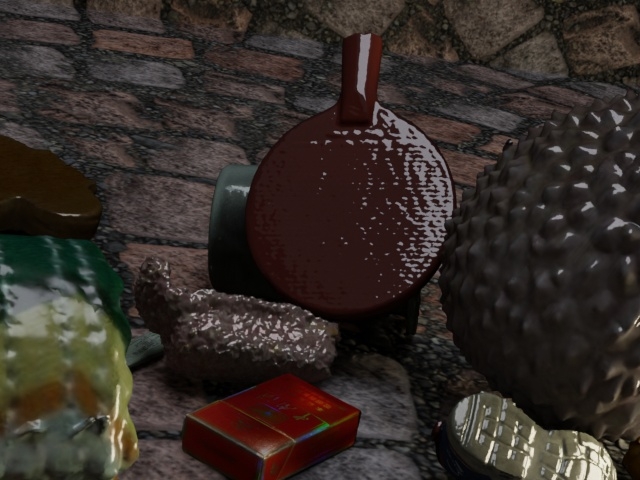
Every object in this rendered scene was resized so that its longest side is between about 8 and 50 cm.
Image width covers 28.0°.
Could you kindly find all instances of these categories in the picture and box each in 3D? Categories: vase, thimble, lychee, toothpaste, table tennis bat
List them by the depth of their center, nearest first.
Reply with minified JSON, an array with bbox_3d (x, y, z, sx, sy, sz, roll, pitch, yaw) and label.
[{"bbox_3d":[-0.272,0.131,1.176,0.167,0.254,0.288,2,28,-22],"label":"thimble"},{"bbox_3d":[0.329,0.038,1.478,0.380,0.432,0.380,19,25,-9],"label":"lychee"},{"bbox_3d":[-0.188,0.120,1.581,0.048,0.029,0.197,20,25,31],"label":"toothpaste"},{"bbox_3d":[0.041,-0.088,1.647,0.268,0.051,0.414,0,62,8],"label":"table tennis bat"},{"bbox_3d":[0.000,0.000,1.748,0.291,0.245,0.245,4,20,2],"label":"vase"}]

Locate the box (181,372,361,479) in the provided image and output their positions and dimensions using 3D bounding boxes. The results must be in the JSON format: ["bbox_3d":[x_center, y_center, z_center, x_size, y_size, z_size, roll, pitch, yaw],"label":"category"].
[{"bbox_3d":[-0.051,0.204,1.394,0.112,0.048,0.175,24,24,31],"label":"box"}]

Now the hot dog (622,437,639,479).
[{"bbox_3d":[0.461,0.281,1.422,0.269,0.072,0.115,25,23,34],"label":"hot dog"}]

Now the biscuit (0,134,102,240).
[{"bbox_3d":[-0.520,-0.053,1.817,0.394,0.076,0.368,-12,30,-42],"label":"biscuit"}]

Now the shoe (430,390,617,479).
[{"bbox_3d":[0.208,0.248,1.380,0.227,0.125,0.099,30,52,-18],"label":"shoe"}]

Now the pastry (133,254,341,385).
[{"bbox_3d":[-0.099,0.114,1.509,0.265,0.103,0.112,20,51,-14],"label":"pastry"}]
